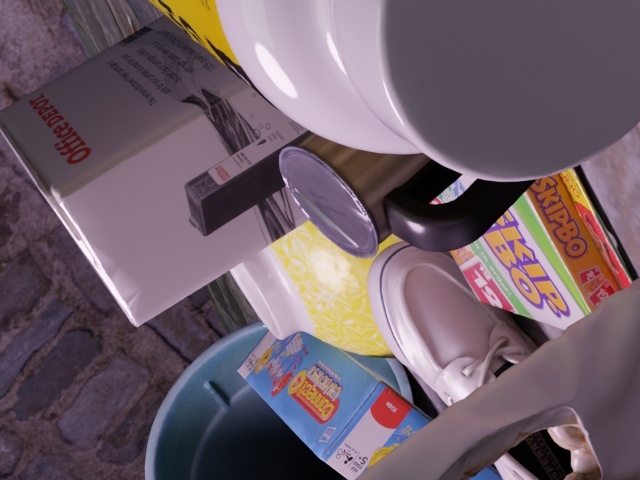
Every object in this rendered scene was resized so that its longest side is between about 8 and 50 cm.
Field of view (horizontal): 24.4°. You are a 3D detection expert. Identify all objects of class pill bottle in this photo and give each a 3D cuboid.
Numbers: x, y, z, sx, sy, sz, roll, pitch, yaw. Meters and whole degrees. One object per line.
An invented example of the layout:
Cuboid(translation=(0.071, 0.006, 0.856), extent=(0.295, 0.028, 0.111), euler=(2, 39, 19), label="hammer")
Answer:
Cuboid(translation=(0.014, -0.152, 0.664), extent=(0.334, 0.188, 0.188), euler=(45, 163, 55), label="pill bottle")

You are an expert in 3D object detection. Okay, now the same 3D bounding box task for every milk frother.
Cuboid(translation=(0.052, -0.079, 0.848), extent=(0.129, 0.134, 0.143), euler=(22, 146, 51), label="milk frother")

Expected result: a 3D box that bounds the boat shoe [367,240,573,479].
Cuboid(translation=(0.137, 0.112, 1.156), extent=(0.267, 0.096, 0.088), euler=(58, 166, -4), label="boat shoe")

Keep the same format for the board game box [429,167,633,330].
Cuboid(translation=(0.134, -0.002, 1.001), extent=(0.124, 0.039, 0.259), euler=(60, 168, -11), label="board game box")

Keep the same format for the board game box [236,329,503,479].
Cuboid(translation=(0.091, 0.214, 1.426), extent=(0.302, 0.086, 0.308), euler=(39, 177, -19), label="board game box")

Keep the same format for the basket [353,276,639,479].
Cuboid(translation=(0.178, 0.228, 0.642), extent=(0.266, 0.328, 0.331), euler=(58, 171, -26), label="basket")

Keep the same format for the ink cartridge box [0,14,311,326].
Cuboid(translation=(-0.063, -0.085, 1.004), extent=(0.114, 0.273, 0.197), euler=(64, 169, -28), label="ink cartridge box")

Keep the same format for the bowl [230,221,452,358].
Cuboid(translation=(0.000, 0.000, 1.309), extent=(0.289, 0.156, 0.289), euler=(55, 169, 16), label="bowl")

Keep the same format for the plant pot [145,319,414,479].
Cuboid(translation=(0.007, 0.319, 1.857), extent=(0.341, 0.341, 0.334), euler=(50, 176, 41), label="plant pot")
